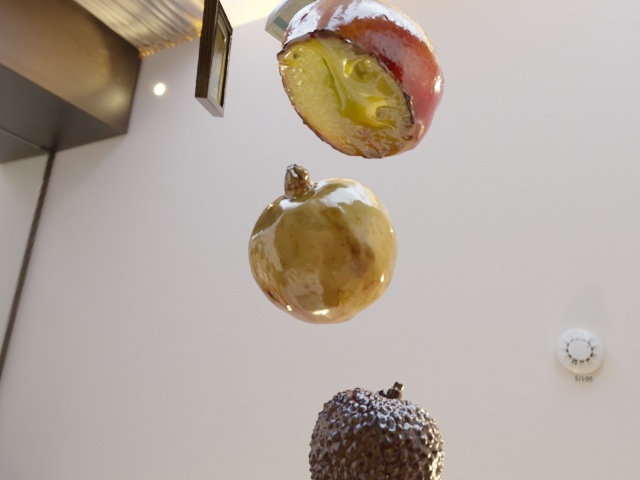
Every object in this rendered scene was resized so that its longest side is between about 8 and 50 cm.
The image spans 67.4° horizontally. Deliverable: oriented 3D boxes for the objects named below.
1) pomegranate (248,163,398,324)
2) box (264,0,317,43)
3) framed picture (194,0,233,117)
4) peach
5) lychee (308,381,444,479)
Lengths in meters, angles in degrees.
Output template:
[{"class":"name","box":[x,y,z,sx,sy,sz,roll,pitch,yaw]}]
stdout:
[{"class":"pomegranate","box":[0.000,0.000,1.209,0.410,0.410,0.410,-9,-110,26]},{"class":"box","box":[0.047,-0.535,1.285,0.200,0.343,0.065,-21,-129,48]},{"class":"framed picture","box":[-0.183,-0.313,0.834,0.023,0.128,0.168,6,-90,1]},{"class":"peach","box":[0.070,-0.284,0.847,0.281,0.338,0.281,5,-80,32]},{"class":"lychee","box":[0.115,0.440,0.997,0.275,0.276,0.304,7,-121,30]}]
